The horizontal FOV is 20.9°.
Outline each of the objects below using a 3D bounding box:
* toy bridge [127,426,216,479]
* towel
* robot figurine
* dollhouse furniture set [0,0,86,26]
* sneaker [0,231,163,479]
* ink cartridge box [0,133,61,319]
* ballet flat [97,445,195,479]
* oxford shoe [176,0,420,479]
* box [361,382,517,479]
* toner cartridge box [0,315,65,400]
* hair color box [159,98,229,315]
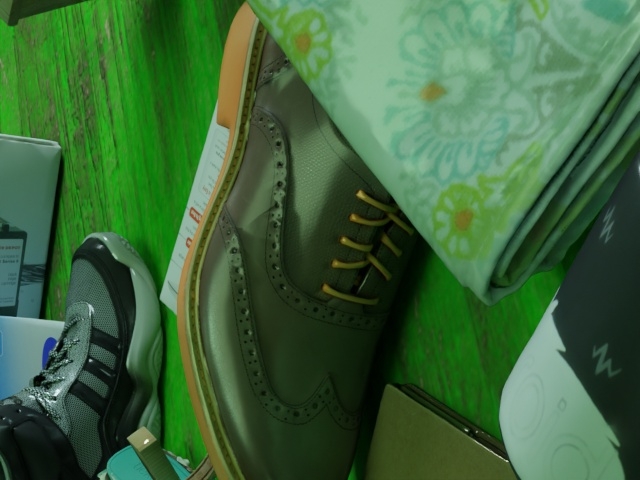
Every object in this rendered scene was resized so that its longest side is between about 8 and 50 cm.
[{"bbox_3d":[-0.112,0.160,1.213,0.026,0.188,0.063,34,155,54],"label":"toy bridge"},{"bbox_3d":[0.082,-0.199,0.938,0.320,0.090,0.374,-53,57,32],"label":"towel"},{"bbox_3d":[0.186,0.049,0.738,0.209,0.173,0.278,55,129,44],"label":"robot figurine"},{"bbox_3d":[-0.185,-0.307,1.345,0.212,0.161,0.242,47,137,25],"label":"dollhouse furniture set"},{"bbox_3d":[-0.210,0.116,1.367,0.101,0.153,0.269,-27,61,53],"label":"sneaker"},{"bbox_3d":[-0.355,0.039,1.644,0.211,0.121,0.289,5,88,58],"label":"ink cartridge box"},{"bbox_3d":[-0.087,0.223,1.239,0.241,0.091,0.077,41,149,58],"label":"ballet flat"},{"bbox_3d":[0.000,0.000,1.088,0.132,0.130,0.364,-9,76,51],"label":"oxford shoe"},{"bbox_3d":[0.064,0.206,1.037,0.164,0.021,0.201,29,108,56],"label":"box"},{"bbox_3d":[-0.267,0.236,1.425,0.075,0.165,0.348,-31,59,50],"label":"toner cartridge box"},{"bbox_3d":[-0.055,-0.013,1.242,0.093,0.053,0.167,39,115,53],"label":"hair color box"}]
